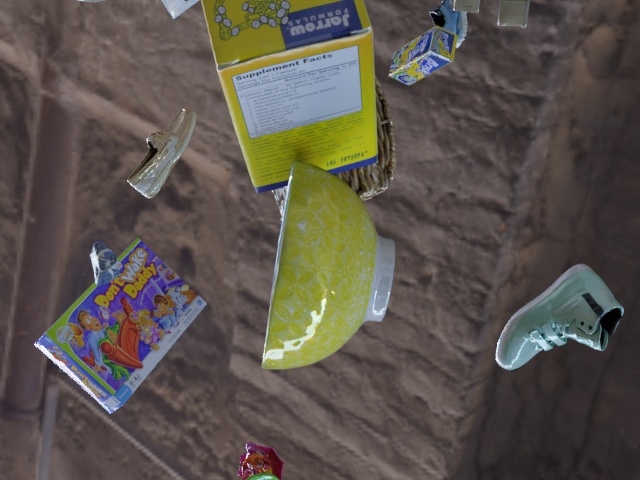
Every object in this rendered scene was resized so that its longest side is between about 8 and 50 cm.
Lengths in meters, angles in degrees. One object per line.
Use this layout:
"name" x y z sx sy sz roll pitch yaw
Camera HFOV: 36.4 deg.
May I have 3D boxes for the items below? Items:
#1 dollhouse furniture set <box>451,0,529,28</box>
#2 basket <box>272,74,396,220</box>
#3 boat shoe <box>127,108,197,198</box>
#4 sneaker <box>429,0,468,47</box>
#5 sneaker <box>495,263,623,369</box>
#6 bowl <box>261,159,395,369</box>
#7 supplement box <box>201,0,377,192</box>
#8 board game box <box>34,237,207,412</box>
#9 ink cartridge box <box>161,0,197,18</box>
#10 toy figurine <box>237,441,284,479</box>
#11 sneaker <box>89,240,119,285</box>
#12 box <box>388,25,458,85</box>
"dollhouse furniture set" 0.335 -0.515 1.972 0.151 0.144 0.123 0 -158 -7
"basket" 0.001 -0.201 1.732 0.213 0.299 0.223 -19 179 -11
"boat shoe" -0.268 -0.156 1.644 0.059 0.170 0.063 33 166 -26
"sneaker" 0.260 -0.473 1.982 0.073 0.063 0.162 9 -114 -12
"sneaker" 0.448 0.176 1.827 0.094 0.256 0.151 32 -165 -39
"bowl" 0.015 0.043 1.334 0.156 0.289 0.289 8 -154 -4
"supplement box" -0.039 -0.243 1.334 0.194 0.356 0.195 -14 -112 -2
"board game box" -0.454 0.191 2.256 0.233 0.078 0.347 44 -131 -9
"ink cartridge box" -0.310 -0.586 2.064 0.145 0.179 0.045 -40 -144 -10
"toy figurine" -0.103 0.405 1.657 0.130 0.173 0.159 -22 -146 -3
"sneaker" -0.451 0.045 2.024 0.052 0.135 0.058 -22 -114 -27
"box" 0.202 -0.364 1.930 0.054 0.059 0.169 19 164 -21
